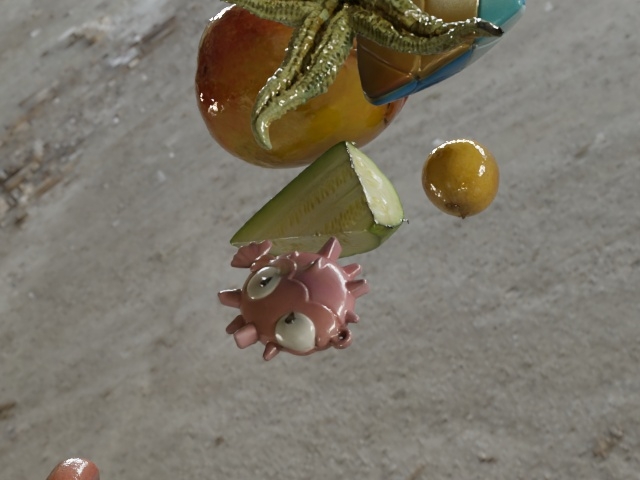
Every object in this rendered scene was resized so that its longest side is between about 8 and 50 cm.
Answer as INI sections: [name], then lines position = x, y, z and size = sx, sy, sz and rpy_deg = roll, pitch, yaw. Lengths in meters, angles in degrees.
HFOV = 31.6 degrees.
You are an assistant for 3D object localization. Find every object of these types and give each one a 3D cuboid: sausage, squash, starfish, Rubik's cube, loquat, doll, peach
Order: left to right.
[sausage]
position = -0.278, 0.280, 1.255
size = 0.054, 0.059, 0.094
rpy_deg = 10, 25, 5
[doll]
position = -0.041, 0.079, 1.606
size = 0.211, 0.093, 0.262
rpy_deg = -32, 46, -10
[peach]
position = -0.030, -0.272, 1.914
size = 0.373, 0.372, 0.290
rpy_deg = -20, 35, 28
[squash]
position = 0.000, 0.000, 1.796
size = 0.289, 0.111, 0.203
rpy_deg = -42, 45, 27
[starfish]
position = 0.025, -0.275, 1.181
size = 0.347, 0.078, 0.357
rpy_deg = -21, 59, 16
[Rubik's cube]
position = 0.141, -0.325, 1.536
size = 0.254, 0.254, 0.254
rpy_deg = -28, 26, 15
[loquat]
position = 0.238, -0.104, 1.915
size = 0.141, 0.141, 0.141
rpy_deg = -28, 26, 15
